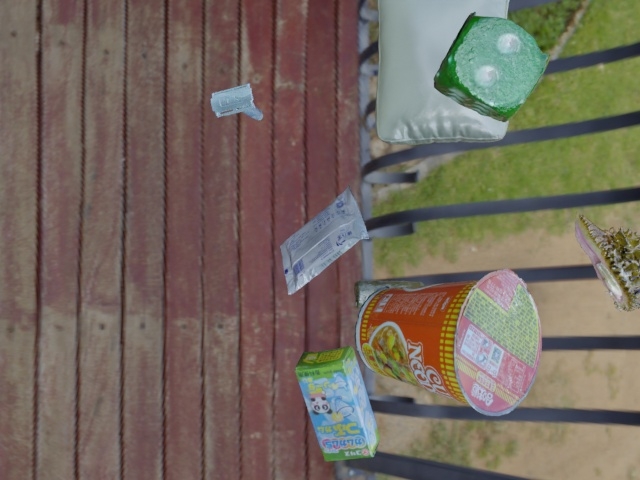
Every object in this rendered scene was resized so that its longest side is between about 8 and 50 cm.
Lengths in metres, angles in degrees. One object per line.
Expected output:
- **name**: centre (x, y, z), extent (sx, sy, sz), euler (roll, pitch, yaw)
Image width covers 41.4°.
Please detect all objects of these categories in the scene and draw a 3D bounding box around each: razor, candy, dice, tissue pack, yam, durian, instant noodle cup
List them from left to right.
- **razor**: centre (-0.118, -0.210, 1.351), extent (0.135, 0.068, 0.040), euler (14, 66, -75)
- **tissue pack**: centre (0.000, 0.000, 1.524), extent (0.026, 0.193, 0.122), euler (29, 34, -38)
- **candy**: centre (0.032, 0.286, 1.482), extent (0.062, 0.097, 0.194), euler (-54, 130, -64)
- **yam**: centre (0.174, 0.137, 2.157), extent (0.179, 0.078, 0.078), euler (-1, 86, -4)
- **instant noodle cup**: centre (0.166, 0.131, 1.173), extent (0.193, 0.212, 0.193), euler (-1, 91, -41)
- **dice**: centre (0.243, -0.246, 1.215), extent (0.131, 0.128, 0.120), euler (29, 94, -1)
- **durian**: centre (0.559, 0.031, 1.590), extent (0.224, 0.078, 0.140), euler (45, 102, 2)

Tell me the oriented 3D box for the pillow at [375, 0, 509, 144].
- **pillow**: centre (0.229, -0.344, 1.603), extent (0.255, 0.120, 0.322), euler (-1, 92, 11)
